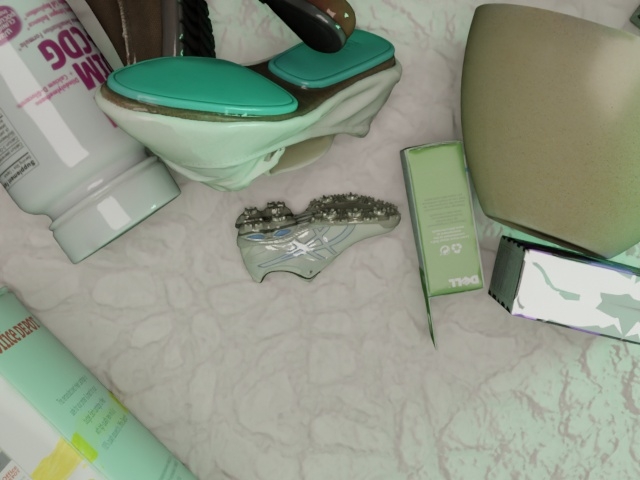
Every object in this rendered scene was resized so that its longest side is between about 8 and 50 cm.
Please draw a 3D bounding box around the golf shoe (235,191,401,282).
[{"bbox_3d":[0.000,0.000,1.614,0.176,0.069,0.086,-6,113,2],"label":"golf shoe"}]

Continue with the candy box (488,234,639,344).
[{"bbox_3d":[0.267,0.051,1.543,0.165,0.196,0.070,13,94,-1],"label":"candy box"}]

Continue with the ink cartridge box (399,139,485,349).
[{"bbox_3d":[0.130,0.002,1.583,0.062,0.109,0.209,-9,93,1],"label":"ink cartridge box"}]

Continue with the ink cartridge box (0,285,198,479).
[{"bbox_3d":[-0.256,0.246,1.509,0.160,0.279,0.384,-44,92,3],"label":"ink cartridge box"}]

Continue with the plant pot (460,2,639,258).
[{"bbox_3d":[0.255,-0.091,1.488,0.284,0.284,0.191,19,90,-2],"label":"plant pot"}]

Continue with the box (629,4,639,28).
[{"bbox_3d":[0.452,-0.250,1.568,0.181,0.119,0.182,37,93,-3],"label":"box"}]

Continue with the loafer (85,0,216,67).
[{"bbox_3d":[-0.193,-0.270,1.544,0.130,0.134,0.366,-11,73,9],"label":"loafer"}]

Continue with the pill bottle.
[{"bbox_3d":[-0.275,-0.128,1.545,0.160,0.160,0.283,-34,94,1],"label":"pill bottle"}]

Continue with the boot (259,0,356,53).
[{"bbox_3d":[0.051,-0.327,1.505,0.280,0.264,0.096,-42,117,2],"label":"boot"}]

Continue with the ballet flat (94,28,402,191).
[{"bbox_3d":[-0.060,-0.113,1.465,0.139,0.400,0.139,12,110,35],"label":"ballet flat"}]
